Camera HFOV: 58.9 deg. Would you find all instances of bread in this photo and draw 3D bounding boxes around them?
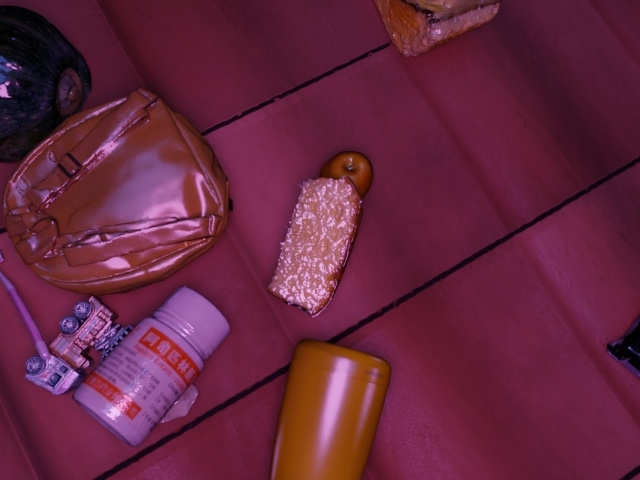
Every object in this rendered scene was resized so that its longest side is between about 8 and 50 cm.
[{"bbox_3d":[0.245,-0.498,1.210,0.204,0.162,0.262,-26,56,-10],"label":"bread"},{"bbox_3d":[0.000,0.006,1.066,0.129,0.134,0.260,19,89,10],"label":"bread"}]

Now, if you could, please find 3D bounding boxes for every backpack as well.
[{"bbox_3d":[-0.362,-0.081,1.022,0.378,0.201,0.353,-21,79,-12],"label":"backpack"}]

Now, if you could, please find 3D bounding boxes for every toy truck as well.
[{"bbox_3d":[-0.422,0.197,1.008,0.115,0.080,0.177,38,75,0],"label":"toy truck"}]

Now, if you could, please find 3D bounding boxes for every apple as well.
[{"bbox_3d":[0.054,-0.123,1.120,0.114,0.102,0.099,-33,79,-14],"label":"apple"}]

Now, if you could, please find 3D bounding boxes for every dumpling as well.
[{"bbox_3d":[-0.262,0.290,1.020,0.052,0.057,0.076,28,99,-34],"label":"dumpling"}]

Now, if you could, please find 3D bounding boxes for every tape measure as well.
[{"bbox_3d":[0.681,0.210,1.087,0.182,0.107,0.181,-39,79,-13],"label":"tape measure"}]

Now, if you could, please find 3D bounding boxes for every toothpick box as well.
[{"bbox_3d":[0.010,0.318,0.967,0.175,0.175,0.271,16,78,-1],"label":"toothpick box"}]

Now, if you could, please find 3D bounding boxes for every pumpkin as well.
[{"bbox_3d":[-0.612,-0.316,1.067,0.263,0.197,0.292,18,72,3],"label":"pumpkin"}]

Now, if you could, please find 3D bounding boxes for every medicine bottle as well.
[{"bbox_3d":[-0.279,0.208,0.965,0.144,0.144,0.252,36,58,5],"label":"medicine bottle"}]

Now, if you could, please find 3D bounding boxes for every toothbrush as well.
[{"bbox_3d":[-0.538,0.103,1.005,0.025,0.020,0.286,-33,60,-19],"label":"toothbrush"}]
